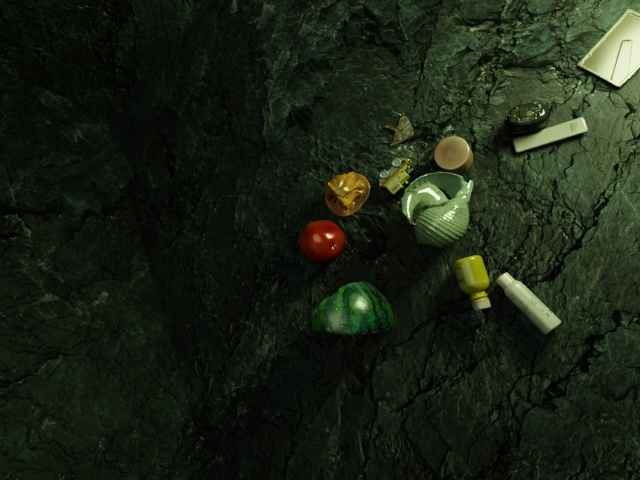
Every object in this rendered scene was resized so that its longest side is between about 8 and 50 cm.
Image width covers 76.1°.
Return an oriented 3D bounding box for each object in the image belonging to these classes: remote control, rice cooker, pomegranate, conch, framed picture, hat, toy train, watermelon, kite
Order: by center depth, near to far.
[{"bbox_3d":[1.160,-0.735,1.564,0.189,0.023,0.260,46,106,26],"label":"framed picture"},{"bbox_3d":[0.925,-0.423,1.657,0.261,0.029,0.067,-15,75,29],"label":"remote control"},{"bbox_3d":[0.839,-0.495,1.665,0.165,0.106,0.112,-5,67,21],"label":"rice cooker"},{"bbox_3d":[0.502,-0.125,1.756,0.319,0.215,0.303,-42,67,-17],"label":"conch"},{"bbox_3d":[0.140,0.299,1.873,0.319,0.292,0.222,2,89,39],"label":"watermelon"},{"bbox_3d":[0.362,-0.303,1.928,0.219,0.089,0.127,-44,76,17],"label":"toy train"},{"bbox_3d":[0.385,-0.537,1.987,0.160,0.010,0.183,23,99,26],"label":"kite"},{"bbox_3d":[0.081,-0.251,1.994,0.244,0.233,0.233,23,94,29],"label":"hat"},{"bbox_3d":[0.000,0.000,2.030,0.221,0.221,0.257,-60,35,10],"label":"pomegranate"}]

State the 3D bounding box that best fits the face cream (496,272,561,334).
[{"bbox_3d":[0.807,0.240,1.605,0.082,0.082,0.269,-47,64,16],"label":"face cream"}]

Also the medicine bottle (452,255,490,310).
[{"bbox_3d":[0.634,0.178,1.687,0.122,0.122,0.212,-20,74,26],"label":"medicine bottle"}]

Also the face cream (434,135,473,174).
[{"bbox_3d":[0.585,-0.370,1.796,0.149,0.104,0.149,-4,82,29],"label":"face cream"}]
